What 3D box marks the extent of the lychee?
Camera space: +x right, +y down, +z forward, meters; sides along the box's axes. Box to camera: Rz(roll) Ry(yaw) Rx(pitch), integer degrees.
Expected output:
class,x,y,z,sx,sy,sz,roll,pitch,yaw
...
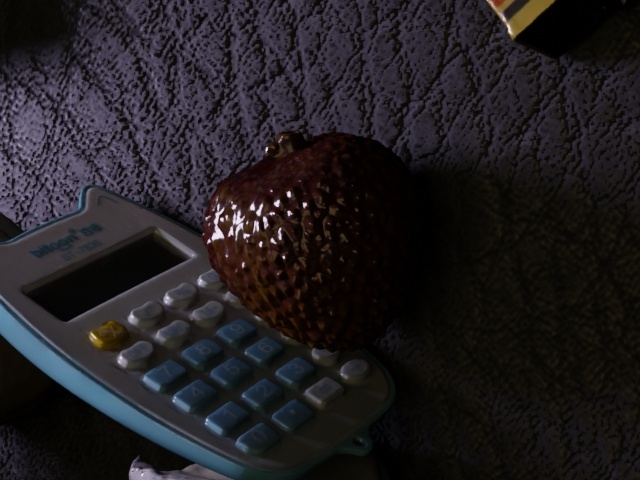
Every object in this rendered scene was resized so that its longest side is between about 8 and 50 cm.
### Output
class,x,y,z,sx,sy,sz,roll,pitch,yaw
lychee,0.001,-0.006,1.445,0.194,0.194,0.194,0,90,23

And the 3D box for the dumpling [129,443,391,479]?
class,x,y,z,sx,sy,sz,roll,pitch,yaw
dumpling,-0.035,0.248,1.451,0.293,0.204,0.163,12,109,16

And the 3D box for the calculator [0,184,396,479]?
class,x,y,z,sx,sy,sz,roll,pitch,yaw
calculator,-0.116,0.083,1.463,0.386,0.256,0.054,29,122,22

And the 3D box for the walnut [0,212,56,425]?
class,x,y,z,sx,sy,sz,roll,pitch,yaw
walnut,-0.356,0.082,1.570,0.248,0.248,0.248,0,90,23

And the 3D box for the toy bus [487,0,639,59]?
class,x,y,z,sx,sy,sz,roll,pitch,yaw
toy bus,0.275,-0.289,1.366,0.335,0.121,0.123,-43,67,18
